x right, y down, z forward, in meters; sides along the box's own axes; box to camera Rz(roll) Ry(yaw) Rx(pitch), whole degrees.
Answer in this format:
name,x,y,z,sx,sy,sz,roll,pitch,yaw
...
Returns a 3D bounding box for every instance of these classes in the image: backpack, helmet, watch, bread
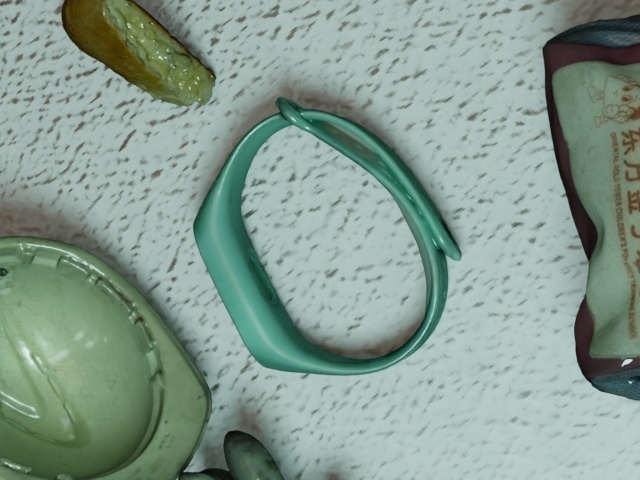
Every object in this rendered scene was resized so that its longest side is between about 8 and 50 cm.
name,x,y,z,sx,sy,sz,roll,pitch,yaw
backpack,0.328,-0.038,1.053,0.317,0.197,0.283,-8,86,11
helmet,-0.229,0.128,1.239,0.257,0.137,0.204,45,62,3
watch,0.000,0.000,1.208,0.195,0.068,0.237,-29,83,13
bread,-0.165,-0.171,1.221,0.154,0.136,0.054,29,80,11

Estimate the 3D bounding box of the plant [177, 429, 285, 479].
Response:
name,x,y,z,sx,sy,sz,roll,pitch,yaw
plant,0.004,0.267,1.171,0.274,0.149,0.146,34,83,10
